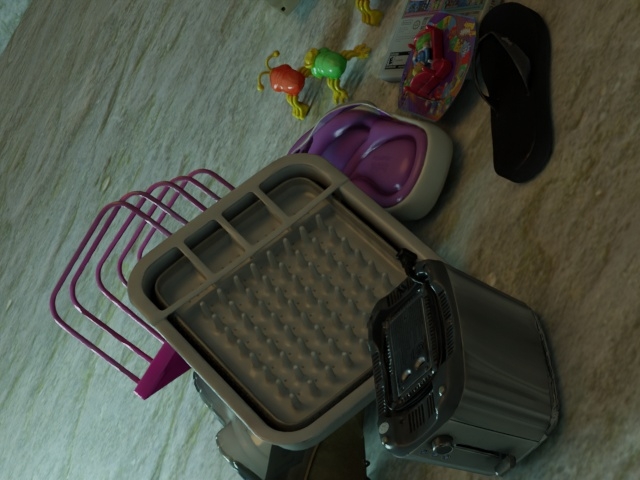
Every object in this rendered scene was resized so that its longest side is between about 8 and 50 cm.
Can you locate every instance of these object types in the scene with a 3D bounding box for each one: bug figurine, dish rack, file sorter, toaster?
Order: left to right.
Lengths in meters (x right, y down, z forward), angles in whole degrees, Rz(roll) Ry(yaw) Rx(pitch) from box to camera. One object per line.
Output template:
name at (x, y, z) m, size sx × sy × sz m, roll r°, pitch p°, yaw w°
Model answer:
file sorter at (-0.191, 0.039, 1.904) m, size 0.202 × 0.182 × 0.291 m, roll -56°, pitch -8°, yaw 18°
dish rack at (-0.024, 0.071, 1.632) m, size 0.285 × 0.072 × 0.333 m, roll -37°, pitch 52°, yaw -15°
bug figurine at (0.012, -0.309, 2.076) m, size 0.216 × 0.072 × 0.279 m, roll 23°, pitch 90°, yaw 64°
toaster at (0.137, 0.122, 1.418) m, size 0.129 × 0.146 × 0.227 m, roll -47°, pitch 34°, yaw 34°

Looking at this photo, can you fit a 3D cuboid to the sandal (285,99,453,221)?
sandal at (0.028, -0.109, 1.854) m, size 0.416 × 0.102 × 0.169 m, roll -1°, pitch 68°, yaw 62°

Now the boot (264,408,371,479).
boot at (0.011, 0.246, 1.625) m, size 0.112 × 0.115 × 0.305 m, roll -37°, pitch 20°, yaw 47°

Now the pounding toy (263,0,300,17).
pounding toy at (-0.030, -0.471, 2.273) m, size 0.206 × 0.094 × 0.181 m, roll -50°, pitch 25°, yaw 13°

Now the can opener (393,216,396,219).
can opener at (-0.002, 0.053, 1.783) m, size 0.280 × 0.093 × 0.074 m, roll -31°, pitch 79°, yaw 35°

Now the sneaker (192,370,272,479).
sneaker at (-0.071, 0.202, 1.826) m, size 0.129 × 0.111 × 0.297 m, roll -41°, pitch 29°, yaw 2°

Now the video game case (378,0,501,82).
video game case at (0.161, -0.291, 1.838) m, size 0.212 × 0.023 × 0.193 m, roll 10°, pitch 79°, yaw 64°

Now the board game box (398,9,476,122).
board game box at (0.128, -0.217, 1.770) m, size 0.133 × 0.033 × 0.169 m, roll -69°, pitch 24°, yaw 6°

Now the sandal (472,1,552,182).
sandal at (0.209, -0.179, 1.622) m, size 0.097 × 0.054 × 0.254 m, roll -46°, pitch 33°, yaw 37°
